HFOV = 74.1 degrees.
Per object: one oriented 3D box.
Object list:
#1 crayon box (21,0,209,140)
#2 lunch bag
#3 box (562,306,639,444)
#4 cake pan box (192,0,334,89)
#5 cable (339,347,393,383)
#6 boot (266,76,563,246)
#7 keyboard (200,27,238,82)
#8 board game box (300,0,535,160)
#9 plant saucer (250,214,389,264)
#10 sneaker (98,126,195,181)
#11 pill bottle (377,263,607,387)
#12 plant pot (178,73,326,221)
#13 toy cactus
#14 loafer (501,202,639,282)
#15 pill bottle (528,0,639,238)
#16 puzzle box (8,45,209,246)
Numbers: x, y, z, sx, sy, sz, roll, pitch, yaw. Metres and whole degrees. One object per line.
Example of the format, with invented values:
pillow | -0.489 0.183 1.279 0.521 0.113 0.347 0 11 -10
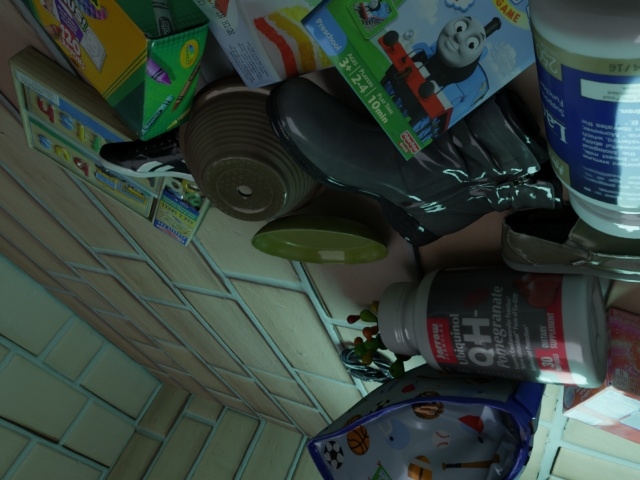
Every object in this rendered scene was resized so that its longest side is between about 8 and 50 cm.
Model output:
crayon box | -0.260 -0.281 0.503 0.278 0.081 0.165 49 146 4
lunch bag | 0.233 0.344 0.781 0.385 0.327 0.239 -41 73 27
box | 0.564 0.242 0.655 0.299 0.142 0.154 18 145 13
cake pan box | -0.037 -0.296 0.405 0.245 0.070 0.267 -2 140 31
cable | 0.146 0.354 1.193 0.184 0.047 0.151 17 140 20
boot | 0.124 -0.121 0.505 0.338 0.118 0.222 28 148 -32
keyboard | -0.181 -0.321 0.538 0.072 0.014 0.256 9 143 33
board game box | 0.114 -0.197 0.367 0.211 0.039 0.160 -38 119 15
plant saucer | 0.000 0.000 0.746 0.240 0.037 0.241 4 166 1
sneaker | -0.255 -0.169 0.703 0.216 0.079 0.121 6 130 -10
pill bottle | 0.260 0.127 0.681 0.318 0.176 0.176 -8 133 40
plant pot | -0.098 -0.106 0.621 0.237 0.110 0.237 3 137 3
toy cactus | 0.151 0.192 0.888 0.219 0.180 0.112 -133 27 -73
loafer | 0.341 -0.008 0.518 0.251 0.094 0.087 -8 137 41
pill bottle | 0.266 -0.116 0.343 0.153 0.153 0.264 1 153 34
puzzle box | -0.415 -0.163 0.873 0.408 0.052 0.272 34 147 -10
